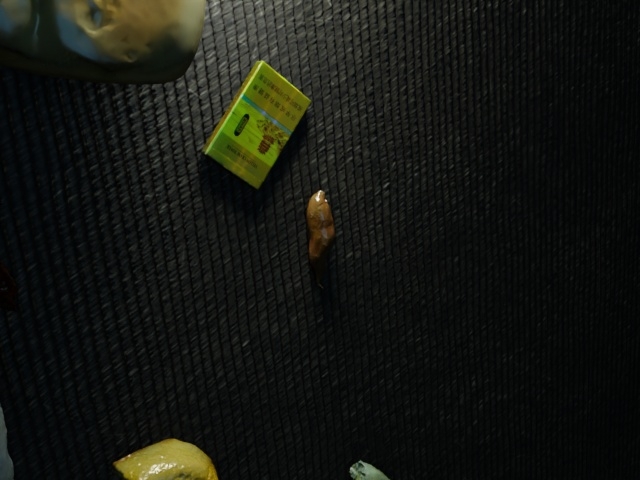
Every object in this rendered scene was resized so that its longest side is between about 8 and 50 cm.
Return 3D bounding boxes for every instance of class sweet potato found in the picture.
[{"bbox_3d":[0.000,0.000,1.245,0.056,0.056,0.195,-6,107,-29],"label":"sweet potato"}]

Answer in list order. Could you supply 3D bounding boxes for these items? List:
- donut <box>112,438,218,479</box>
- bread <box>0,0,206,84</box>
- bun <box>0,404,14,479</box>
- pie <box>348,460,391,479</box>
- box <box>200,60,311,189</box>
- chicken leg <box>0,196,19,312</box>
[{"bbox_3d":[-0.248,0.463,1.181,0.152,0.101,0.259,-36,112,-25],"label":"donut"},{"bbox_3d":[-0.318,-0.403,0.855,0.347,0.253,0.376,-2,103,-35],"label":"bread"},{"bbox_3d":[-0.585,0.272,0.865,0.354,0.194,0.355,-1,98,-7],"label":"bun"},{"bbox_3d":[0.062,0.630,1.406,0.302,0.067,0.303,-7,104,-28],"label":"pie"},{"bbox_3d":[-0.112,-0.202,1.148,0.121,0.030,0.193,34,83,-31],"label":"box"},{"bbox_3d":[-0.510,0.009,0.946,0.105,0.063,0.234,-10,107,-23],"label":"chicken leg"}]
